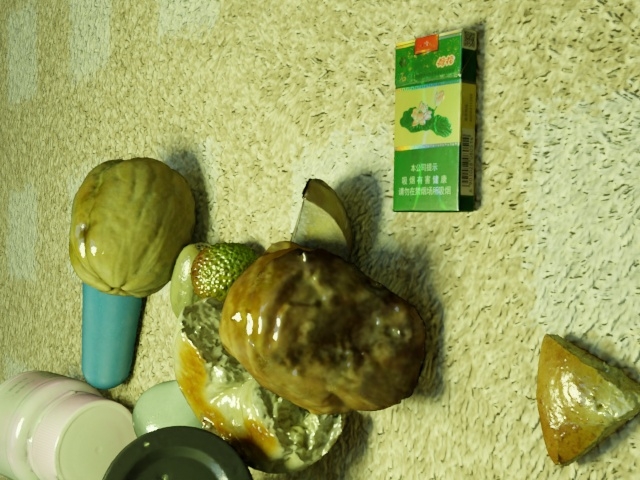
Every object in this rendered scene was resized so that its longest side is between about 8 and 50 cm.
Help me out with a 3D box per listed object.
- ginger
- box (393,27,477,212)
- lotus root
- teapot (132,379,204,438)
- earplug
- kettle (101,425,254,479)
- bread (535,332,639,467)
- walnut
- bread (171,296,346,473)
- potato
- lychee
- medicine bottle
[{"bbox_3d":[-0.008,0.130,1.276,0.200,0.269,0.223,-59,13,-12],"label":"ginger"},{"bbox_3d":[0.150,-0.154,1.216,0.132,0.034,0.235,3,92,54],"label":"box"},{"bbox_3d":[-0.234,0.090,1.689,0.077,0.090,0.183,42,130,51],"label":"lotus root"},{"bbox_3d":[-0.212,0.272,1.605,0.251,0.183,0.183,-57,46,20],"label":"teapot"},{"bbox_3d":[-0.453,0.193,1.961,0.132,0.132,0.273,31,118,49],"label":"earplug"},{"bbox_3d":[-0.169,0.437,1.415,0.324,0.320,0.228,99,177,-66],"label":"kettle"},{"bbox_3d":[0.283,0.162,1.023,0.154,0.054,0.136,-49,50,38],"label":"bread"},{"bbox_3d":[-0.353,-0.021,1.717,0.227,0.283,0.283,-17,75,32],"label":"walnut"},{"bbox_3d":[-0.100,0.245,1.425,0.314,0.171,0.192,39,132,23],"label":"bread"},{"bbox_3d":[0.001,0.002,1.397,0.261,0.100,0.120,110,-179,-46],"label":"potato"},{"bbox_3d":[-0.170,0.058,1.588,0.146,0.114,0.114,-27,67,29],"label":"lychee"},{"bbox_3d":[-0.573,0.429,2.010,0.324,0.256,0.256,3,93,43],"label":"medicine bottle"}]
